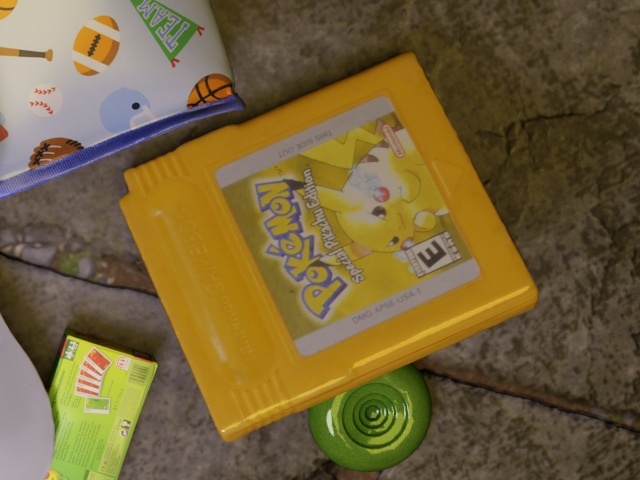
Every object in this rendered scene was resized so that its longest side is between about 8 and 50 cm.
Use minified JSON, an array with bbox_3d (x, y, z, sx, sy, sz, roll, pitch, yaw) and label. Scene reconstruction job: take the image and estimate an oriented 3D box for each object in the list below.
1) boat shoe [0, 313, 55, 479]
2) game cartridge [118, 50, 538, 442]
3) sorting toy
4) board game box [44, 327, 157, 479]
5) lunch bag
[{"bbox_3d":[-0.327,0.117,1.745,0.095,0.084,0.258,-19,95,-25],"label":"boat shoe"},{"bbox_3d":[0.000,0.000,1.736,0.324,0.052,0.285,-23,69,-7],"label":"game cartridge"},{"bbox_3d":[0.065,0.203,1.808,0.127,0.126,0.365,-14,101,-8],"label":"sorting toy"},{"bbox_3d":[-0.232,0.187,1.792,0.092,0.043,0.181,19,94,-12],"label":"board game box"},{"bbox_3d":[-0.303,-0.203,1.619,0.386,0.239,0.327,-19,101,-11],"label":"lunch bag"}]
